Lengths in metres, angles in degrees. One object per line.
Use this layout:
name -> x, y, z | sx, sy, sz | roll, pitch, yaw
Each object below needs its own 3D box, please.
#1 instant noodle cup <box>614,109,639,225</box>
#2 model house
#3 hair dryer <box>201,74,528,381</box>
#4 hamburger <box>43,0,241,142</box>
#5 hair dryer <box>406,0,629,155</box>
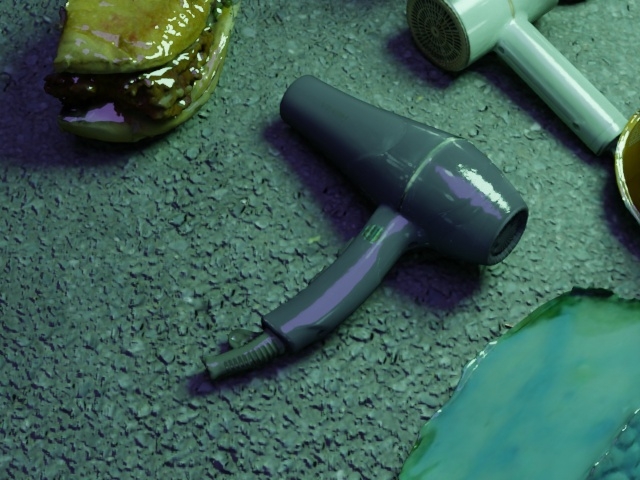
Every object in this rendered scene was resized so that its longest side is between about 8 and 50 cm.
instant noodle cup -> 0.439, -0.094, 1.091 | 0.215, 0.172, 0.216 | 5, 67, -12
model house -> 0.253, 0.213, 0.944 | 0.261, 0.226, 0.241 | -46, 108, -20
hair dryer -> 0.000, 0.000, 1.093 | 0.301, 0.121, 0.361 | 35, 70, 27
hamburger -> -0.189, -0.237, 1.185 | 0.282, 0.155, 0.245 | -24, 67, -19
hair dryer -> 0.275, -0.191, 1.222 | 0.173, 0.107, 0.357 | -35, 76, -19
